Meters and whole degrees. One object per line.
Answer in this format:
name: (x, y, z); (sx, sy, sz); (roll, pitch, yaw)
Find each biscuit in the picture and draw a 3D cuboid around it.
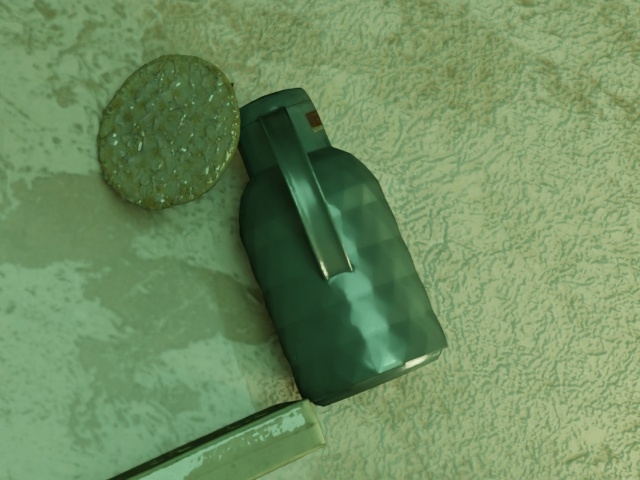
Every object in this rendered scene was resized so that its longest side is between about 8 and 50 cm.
biscuit: (-0.138, -0.099, 1.775); (0.152, 0.020, 0.152); (-6, 74, 22)

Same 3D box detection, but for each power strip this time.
power strip: (-0.136, 0.219, 1.721); (0.288, 0.093, 0.053); (-22, 91, -22)

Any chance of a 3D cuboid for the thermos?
thermos: (0.000, 0.000, 1.769); (0.145, 0.182, 0.286); (-23, 88, -1)
